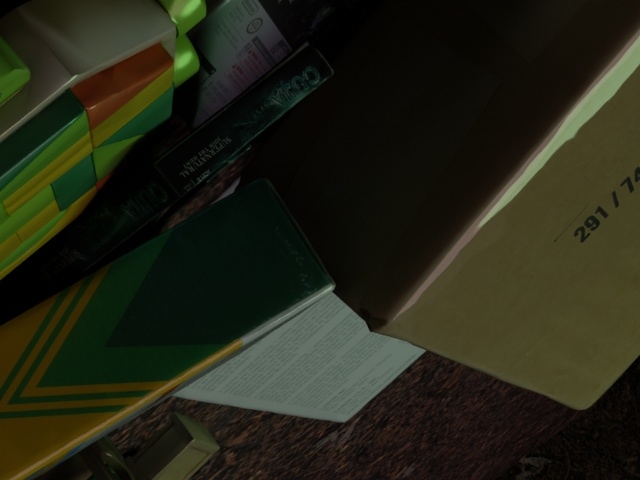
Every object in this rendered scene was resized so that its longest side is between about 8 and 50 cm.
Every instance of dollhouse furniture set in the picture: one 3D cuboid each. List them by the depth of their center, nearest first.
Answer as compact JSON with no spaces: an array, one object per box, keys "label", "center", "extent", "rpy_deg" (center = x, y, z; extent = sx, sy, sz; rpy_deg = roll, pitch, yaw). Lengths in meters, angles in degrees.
[{"label":"dollhouse furniture set","center":[-0.150,0.196,1.443],"extent":[0.182,0.101,0.161],"rpy_deg":[-45,151,7]}]

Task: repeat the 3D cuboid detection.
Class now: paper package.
[{"label":"paper package","center":[0.164,-0.074,1.193],"extent":[0.325,0.168,0.309],"rpy_deg":[-51,145,11]}]

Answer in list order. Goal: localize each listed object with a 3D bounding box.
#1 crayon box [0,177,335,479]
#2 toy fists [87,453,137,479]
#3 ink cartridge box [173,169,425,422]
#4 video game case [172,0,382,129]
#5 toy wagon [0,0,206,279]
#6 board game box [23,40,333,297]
[{"label":"crayon box","center":[-0.167,0.092,1.086],"extent":[0.323,0.083,0.203],"rpy_deg":[-32,178,-22]},{"label":"toy fists","center":[-0.228,0.294,1.573],"extent":[0.279,0.096,0.142],"rpy_deg":[-30,162,-42]},{"label":"ink cartridge box","center":[0.000,0.000,1.393],"extent":[0.308,0.091,0.385],"rpy_deg":[-42,149,20]},{"label":"video game case","center":[-0.021,-0.134,1.080],"extent":[0.173,0.022,0.190],"rpy_deg":[-42,164,0]},{"label":"toy wagon","center":[-0.164,-0.032,0.818],"extent":[0.267,0.068,0.344],"rpy_deg":[-40,179,-9]},{"label":"board game box","center":[-0.081,-0.037,1.013],"extent":[0.126,0.026,0.186],"rpy_deg":[-42,-174,-33]}]
